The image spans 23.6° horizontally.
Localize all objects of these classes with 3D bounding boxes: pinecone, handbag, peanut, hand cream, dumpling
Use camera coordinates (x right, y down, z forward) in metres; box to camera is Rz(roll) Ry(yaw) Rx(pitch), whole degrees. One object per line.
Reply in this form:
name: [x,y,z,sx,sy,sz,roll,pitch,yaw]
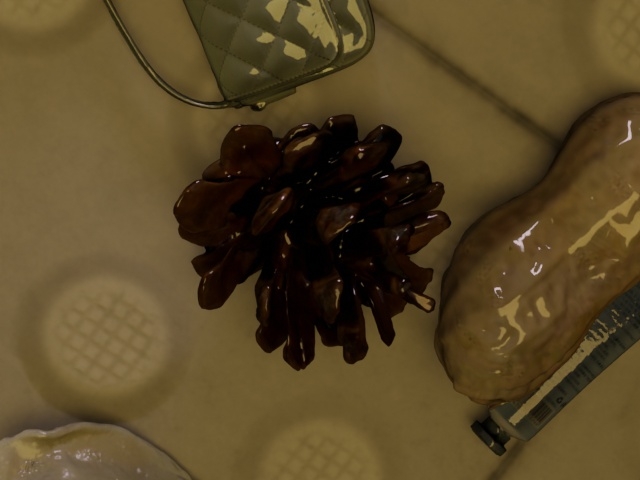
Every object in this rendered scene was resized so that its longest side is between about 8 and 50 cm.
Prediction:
pinecone: [0.001,0.002,1.296,0.228,0.202,0.201,-30,70,2]
handbag: [-0.084,-0.234,1.304,0.219,0.079,0.256,-21,101,5]
peanut: [0.214,0.005,1.343,0.149,0.149,0.313,42,94,-11]
hand cream: [0.242,0.097,1.403,0.088,0.055,0.256,45,94,0]
dumpling: [-0.209,0.254,1.380,0.252,0.131,0.179,-1,80,-14]
